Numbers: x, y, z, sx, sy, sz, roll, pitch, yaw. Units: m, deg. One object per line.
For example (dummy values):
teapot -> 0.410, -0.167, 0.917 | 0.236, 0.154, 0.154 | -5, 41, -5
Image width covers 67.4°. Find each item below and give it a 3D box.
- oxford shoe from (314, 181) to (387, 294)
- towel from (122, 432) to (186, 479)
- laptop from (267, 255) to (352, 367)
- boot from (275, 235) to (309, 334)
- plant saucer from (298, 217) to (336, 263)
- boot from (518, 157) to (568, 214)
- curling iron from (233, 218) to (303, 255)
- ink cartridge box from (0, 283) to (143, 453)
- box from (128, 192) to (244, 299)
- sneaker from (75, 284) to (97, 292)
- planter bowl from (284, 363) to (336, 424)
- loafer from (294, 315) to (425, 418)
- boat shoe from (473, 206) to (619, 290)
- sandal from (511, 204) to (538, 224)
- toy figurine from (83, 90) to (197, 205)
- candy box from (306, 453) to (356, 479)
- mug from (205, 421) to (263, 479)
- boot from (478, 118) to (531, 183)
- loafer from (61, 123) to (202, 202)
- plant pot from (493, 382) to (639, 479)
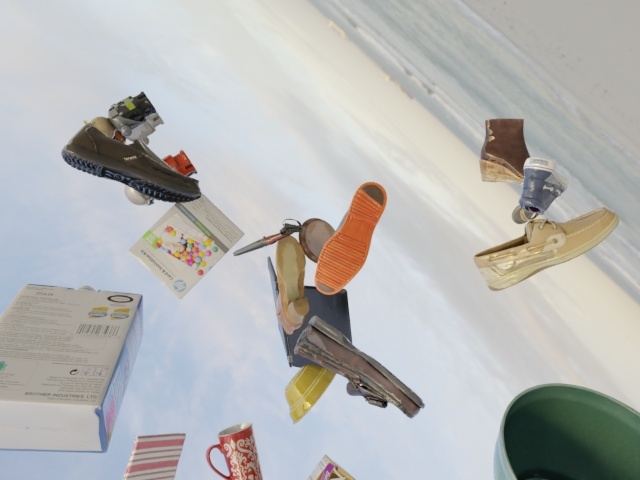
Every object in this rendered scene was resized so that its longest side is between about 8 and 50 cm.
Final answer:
oxford shoe -> 0.096, -0.001, 1.464 | 0.129, 0.364, 0.133 | 30, -177, 2
towel -> -0.416, 0.566, 1.166 | 0.029, 0.197, 0.144 | 10, 171, 38
laptop -> -0.046, 0.290, 1.897 | 0.236, 0.382, 0.408 | -11, -156, -10
boot -> -0.114, 0.151, 1.597 | 0.104, 0.211, 0.295 | -4, -113, -21
plant saucer -> 0.000, 0.000, 1.643 | 0.168, 0.168, 0.029 | 47, -142, 11
boot -> 0.404, -0.086, 0.884 | 0.069, 0.086, 0.190 | 16, -179, 37
curling iron -> -0.170, -0.006, 1.503 | 0.068, 0.274, 0.035 | 31, -134, -46
ink cartridge box -> -0.545, 0.238, 1.036 | 0.269, 0.151, 0.396 | 7, -148, -10
box -> -0.270, 0.003, 0.981 | 0.145, 0.186, 0.038 | 45, 175, -5
sneaker -> -0.682, 0.259, 1.492 | 0.258, 0.094, 0.091 | 55, -171, -21
planter bowl -> -0.048, 0.453, 1.493 | 0.090, 0.217, 0.217 | 41, -161, 5
loafer -> 0.068, 0.267, 0.961 | 0.302, 0.095, 0.109 | 32, 168, 38
boat shoe -> 0.547, 0.002, 1.178 | 0.110, 0.341, 0.121 | 58, -165, -2
sandal -> 0.610, -0.089, 1.393 | 0.180, 0.072, 0.049 | 93, 165, -63
toy figurine -> -0.369, -0.180, 0.996 | 0.210, 0.148, 0.213 | 58, 173, -13
candy box -> 0.002, 0.700, 1.311 | 0.109, 0.187, 0.053 | 43, 167, -11
mug -> -0.256, 0.660, 1.457 | 0.113, 0.150, 0.169 | 87, 166, -84
boot -> 0.640, -0.284, 1.535 | 0.248, 0.207, 0.090 | 6, -172, 12
loafer -> -0.289, -0.125, 0.773 | 0.220, 0.080, 0.079 | 22, -110, -31
plant pot -> 0.406, 0.408, 0.762 | 0.292, 0.196, 0.293 | 5, -145, -3
